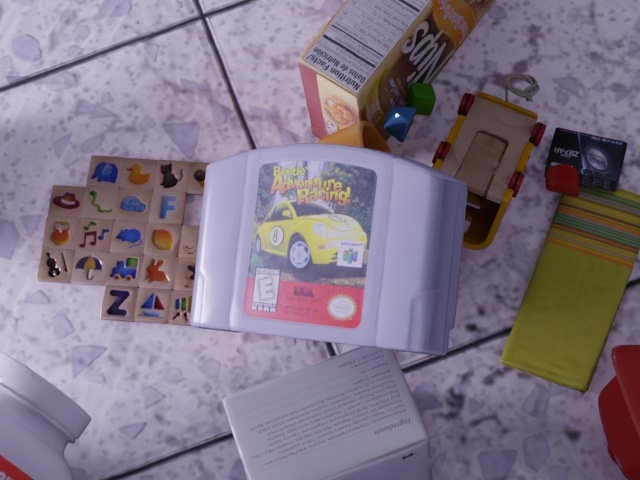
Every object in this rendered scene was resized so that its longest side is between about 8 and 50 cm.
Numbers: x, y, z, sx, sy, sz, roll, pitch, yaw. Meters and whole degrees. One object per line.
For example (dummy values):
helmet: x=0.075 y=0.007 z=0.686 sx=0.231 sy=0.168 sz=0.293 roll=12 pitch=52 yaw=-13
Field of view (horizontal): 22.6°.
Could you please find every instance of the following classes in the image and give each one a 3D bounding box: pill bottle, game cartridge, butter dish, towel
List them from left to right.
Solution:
pill bottle: x=-0.378 y=0.278 z=1.631 sx=0.181 sy=0.181 sz=0.323 roll=31 pitch=75 yaw=15
game cartridge: x=0.002 y=0.003 z=1.580 sx=0.294 sy=0.060 sz=0.196 roll=4 pitch=83 yaw=33
towel: x=0.283 y=0.045 z=1.757 sx=0.102 sy=0.021 sz=0.237 roll=18 pitch=72 yaw=15
butter dish: x=0.344 y=0.197 z=1.645 sx=0.160 sy=0.118 sz=0.160 roll=2 pitch=60 yaw=-38

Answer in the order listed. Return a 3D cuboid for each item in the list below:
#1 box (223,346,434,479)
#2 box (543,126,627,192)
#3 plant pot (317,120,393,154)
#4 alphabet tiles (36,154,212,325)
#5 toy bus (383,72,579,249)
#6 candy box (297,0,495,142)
box: x=0.011 y=0.206 z=1.627 sx=0.182 sy=0.181 sz=0.119 roll=-20 pitch=67 yaw=-4
box: x=0.298 y=-0.091 z=1.796 sx=0.083 sy=0.018 sz=0.067 roll=14 pitch=49 yaw=10
plant pot: x=0.000 y=0.000 z=1.715 sx=0.188 sy=0.205 sz=0.205 roll=-21 pitch=68 yaw=14
alphabet tiles: x=-0.198 y=-0.001 z=1.819 sx=0.237 sy=0.009 sz=0.198 roll=4 pitch=69 yaw=6
toy bus: x=0.176 y=-0.081 z=1.766 sx=0.202 sy=0.104 sz=0.191 roll=-8 pitch=48 yaw=-26
candy box: x=0.105 y=-0.255 z=1.799 sx=0.087 sy=0.183 sz=0.316 roll=32 pitch=75 yaw=17
